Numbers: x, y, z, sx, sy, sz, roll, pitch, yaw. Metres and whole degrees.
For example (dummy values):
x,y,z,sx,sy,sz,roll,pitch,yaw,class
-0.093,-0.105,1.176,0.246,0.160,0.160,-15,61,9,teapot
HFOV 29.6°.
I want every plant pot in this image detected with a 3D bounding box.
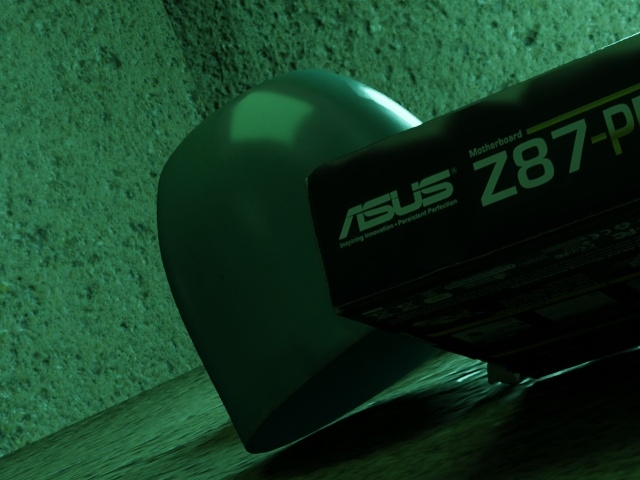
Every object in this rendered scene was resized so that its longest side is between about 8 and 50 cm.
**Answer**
x,y,z,sx,sy,sz,roll,pitch,yaw,class
0.000,0.000,1.024,0.293,0.235,0.293,-32,-16,-10,plant pot

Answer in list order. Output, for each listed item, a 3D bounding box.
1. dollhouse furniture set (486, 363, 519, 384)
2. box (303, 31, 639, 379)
x,y,z,sx,sy,sz,roll,pitch,yaw,class
0.197,0.085,0.940,0.114,0.091,0.081,1,-34,24,dollhouse furniture set
0.238,-0.030,0.697,0.395,0.097,0.318,-22,-24,25,box
